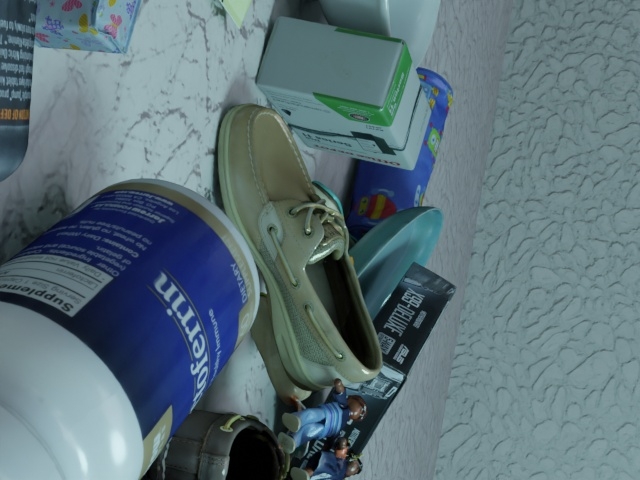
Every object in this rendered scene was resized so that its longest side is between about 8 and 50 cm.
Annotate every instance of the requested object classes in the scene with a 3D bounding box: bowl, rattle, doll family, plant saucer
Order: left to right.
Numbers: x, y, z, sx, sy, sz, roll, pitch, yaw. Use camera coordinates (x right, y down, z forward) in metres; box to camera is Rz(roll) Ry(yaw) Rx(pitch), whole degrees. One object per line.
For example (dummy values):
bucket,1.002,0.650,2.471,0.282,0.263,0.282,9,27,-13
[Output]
doll family,-0.002,0.228,0.892,0.111,0.076,0.193,-4,125,-45
rattle,-0.001,0.125,0.988,0.200,0.142,0.130,-117,-166,-57
plant saucer,0.055,0.076,1.233,0.317,0.043,0.318,-46,162,-19
bowl,0.057,-0.352,1.071,0.298,0.134,0.298,9,90,-73

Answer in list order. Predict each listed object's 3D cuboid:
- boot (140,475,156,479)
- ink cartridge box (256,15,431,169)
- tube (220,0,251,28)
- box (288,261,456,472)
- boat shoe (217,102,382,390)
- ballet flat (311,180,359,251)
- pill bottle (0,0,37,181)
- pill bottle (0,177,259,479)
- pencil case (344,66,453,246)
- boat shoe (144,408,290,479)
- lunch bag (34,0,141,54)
boot,-0.158,0.302,0.728,0.246,0.094,0.207,32,86,-40
ink cartridge box,0.035,-0.164,1.051,0.208,0.153,0.087,41,65,-69
tube,-0.057,-0.330,0.860,0.070,0.062,0.240,23,77,-27
box,0.059,0.208,1.234,0.307,0.076,0.242,-64,171,31
boat shoe,-0.014,0.000,0.910,0.109,0.098,0.302,-16,90,-49
ballet flat,0.000,0.000,1.174,0.248,0.086,0.086,54,47,-64
pill bottle,-0.191,-0.103,0.396,0.130,0.130,0.246,-17,113,-71
pill bottle,-0.154,0.078,0.565,0.265,0.153,0.153,-54,148,-55
pencil case,0.123,-0.117,1.412,0.133,0.119,0.306,42,57,-51
boat shoe,-0.089,0.233,0.936,0.324,0.096,0.117,55,47,-66
lunch bag,-0.153,-0.167,0.588,0.053,0.071,0.083,37,62,-69
